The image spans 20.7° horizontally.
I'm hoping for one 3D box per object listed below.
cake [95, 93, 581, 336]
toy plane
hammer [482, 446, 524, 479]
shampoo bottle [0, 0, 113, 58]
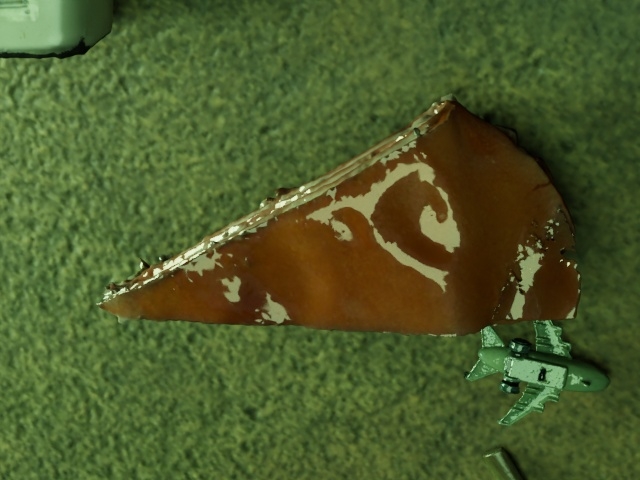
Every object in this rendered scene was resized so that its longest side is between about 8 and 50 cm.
[{"bbox_3d":[0.001,-0.003,0.985,0.287,0.098,0.135,-8,111,16],"label":"cake"},{"bbox_3d":[0.126,0.073,1.010,0.083,0.033,0.080,14,102,11],"label":"toy plane"},{"bbox_3d":[0.152,0.202,1.067,0.062,0.017,0.182,-26,102,25],"label":"hammer"},{"bbox_3d":[-0.195,-0.241,0.958,0.153,0.071,0.284,5,112,19],"label":"shampoo bottle"}]
